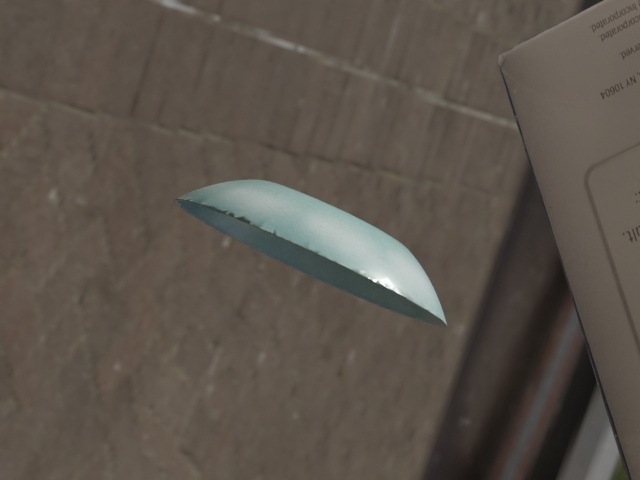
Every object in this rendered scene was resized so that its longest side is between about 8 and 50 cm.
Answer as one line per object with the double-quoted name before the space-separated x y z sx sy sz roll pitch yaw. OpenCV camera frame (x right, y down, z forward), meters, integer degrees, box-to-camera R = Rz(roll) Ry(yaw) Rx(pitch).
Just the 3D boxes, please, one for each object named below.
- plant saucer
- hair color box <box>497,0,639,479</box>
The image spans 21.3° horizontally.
"plant saucer" 0.000 0.000 1.100 0.037 0.195 0.195 -66 160 -4
"hair color box" 0.199 0.065 0.553 0.105 0.174 0.347 10 60 -52
